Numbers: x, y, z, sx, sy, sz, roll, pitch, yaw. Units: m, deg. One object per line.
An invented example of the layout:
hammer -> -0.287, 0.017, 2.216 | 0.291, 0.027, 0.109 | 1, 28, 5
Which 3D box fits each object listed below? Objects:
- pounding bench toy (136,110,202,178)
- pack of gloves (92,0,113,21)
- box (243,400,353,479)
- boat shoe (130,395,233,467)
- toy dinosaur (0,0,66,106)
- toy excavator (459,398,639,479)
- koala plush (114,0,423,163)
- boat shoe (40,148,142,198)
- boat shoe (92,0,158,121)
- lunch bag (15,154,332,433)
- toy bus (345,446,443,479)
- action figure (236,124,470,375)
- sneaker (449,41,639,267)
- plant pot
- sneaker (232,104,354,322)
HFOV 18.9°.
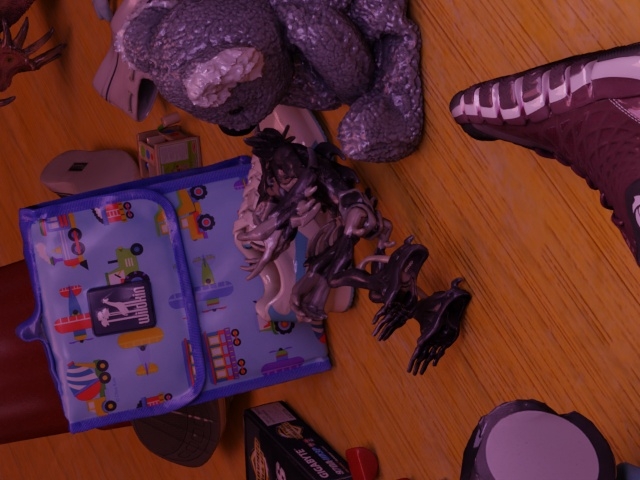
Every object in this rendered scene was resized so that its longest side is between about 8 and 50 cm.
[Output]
pounding bench toy -> -0.169, -0.107, 2.114 | 0.065, 0.052, 0.083 | 32, 131, 58
pack of gloves -> -0.238, -0.316, 2.164 | 0.195, 0.046, 0.232 | 51, 145, 42
box -> -0.019, 0.302, 2.008 | 0.175, 0.051, 0.220 | 39, 136, 54
boat shoe -> -0.143, 0.128, 2.140 | 0.118, 0.103, 0.320 | 19, 134, 15
toy dinosaur -> -0.390, -0.318, 2.411 | 0.200, 0.127, 0.296 | 48, 131, 35
toy excavator -> 0.253, 0.372, 1.290 | 0.222, 0.445, 0.433 | 106, -176, -49
koala plush -> -0.049, -0.167, 1.617 | 0.196, 0.221, 0.203 | 40, 137, 53
boat shoe -> -0.263, -0.064, 2.331 | 0.070, 0.078, 0.219 | 48, 164, -27
boat shoe -> -0.182, -0.210, 2.083 | 0.076, 0.083, 0.226 | 44, 151, 6
lunch bag -> -0.162, 0.051, 1.890 | 0.138, 0.293, 0.221 | 3, 106, 65
toy bus -> 0.042, 0.298, 1.811 | 0.191, 0.104, 0.202 | 33, 132, 56
action figure -> 0.000, 0.000, 1.681 | 0.141, 0.164, 0.276 | -49, 51, 5
sneaker -> 0.190, -0.046, 1.313 | 0.281, 0.106, 0.162 | -6, 100, 65
plant pot -> -0.364, 0.137, 2.408 | 0.272, 0.265, 0.272 | 42, 139, 52
sneaker -> -0.036, -0.035, 1.818 | 0.087, 0.092, 0.229 | 165, 92, -67
